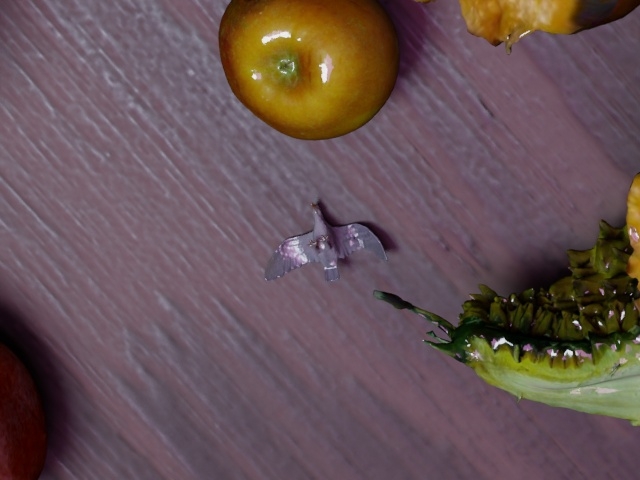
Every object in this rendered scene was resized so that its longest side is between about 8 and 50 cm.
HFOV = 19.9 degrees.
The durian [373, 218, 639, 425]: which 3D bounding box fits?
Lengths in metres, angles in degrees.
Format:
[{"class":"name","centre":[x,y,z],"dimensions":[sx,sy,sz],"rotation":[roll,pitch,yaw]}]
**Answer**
[{"class":"durian","centre":[0.223,0.051,1.133],"dimensions":[0.375,0.107,0.132],"rotation":[4,131,8]}]

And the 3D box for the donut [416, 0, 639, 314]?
[{"class":"donut","centre":[0.224,-0.122,0.937],"dimensions":[0.163,0.377,0.435],"rotation":[-31,85,-21]}]

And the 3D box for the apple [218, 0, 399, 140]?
[{"class":"apple","centre":[-0.007,-0.117,1.122],"dimensions":[0.114,0.102,0.099],"rotation":[41,110,-4]}]

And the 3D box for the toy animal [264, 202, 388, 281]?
[{"class":"toy animal","centre":[0.000,0.000,1.195],"dimensions":[0.084,0.028,0.050],"rotation":[-9,114,10]}]

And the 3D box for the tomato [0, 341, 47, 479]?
[{"class":"tomato","centre":[-0.268,0.125,1.203],"dimensions":[0.187,0.187,0.151],"rotation":[24,87,1]}]
